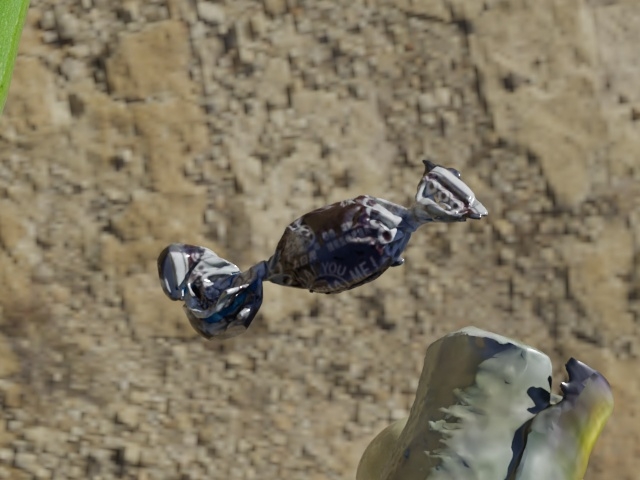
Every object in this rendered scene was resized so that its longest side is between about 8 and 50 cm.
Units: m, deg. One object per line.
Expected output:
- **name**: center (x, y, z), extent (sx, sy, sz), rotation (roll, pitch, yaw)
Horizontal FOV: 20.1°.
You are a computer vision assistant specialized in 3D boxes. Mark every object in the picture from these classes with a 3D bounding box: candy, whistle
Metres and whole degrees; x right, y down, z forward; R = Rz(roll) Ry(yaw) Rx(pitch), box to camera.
- **candy**: center (0.000, 0.000, 1.218), extent (0.051, 0.226, 0.094), rotation (66, 9, -55)
- **whistle**: center (0.013, 0.178, 0.574), extent (0.057, 0.068, 0.326), rotation (48, 59, -46)

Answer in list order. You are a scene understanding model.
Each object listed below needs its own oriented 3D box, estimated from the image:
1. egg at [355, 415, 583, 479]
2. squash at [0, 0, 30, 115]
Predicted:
- **egg**: center (0.141, 0.252, 1.619), extent (0.186, 0.241, 0.186), rotation (-48, 164, -18)
- **squash**: center (-0.300, -0.169, 1.510), extent (0.101, 0.101, 0.379), rotation (26, 74, -39)
